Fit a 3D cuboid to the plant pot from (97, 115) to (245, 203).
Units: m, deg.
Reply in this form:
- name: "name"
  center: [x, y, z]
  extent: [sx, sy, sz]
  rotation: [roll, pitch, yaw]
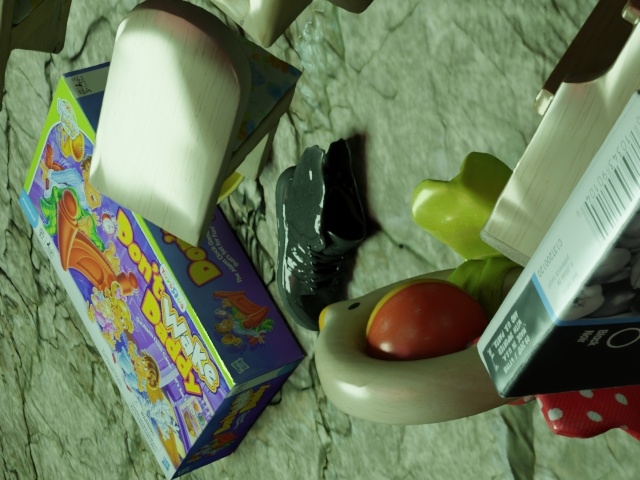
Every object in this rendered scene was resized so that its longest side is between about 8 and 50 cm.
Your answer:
- name: "plant pot"
  center: [-0.127, -0.097, 1.302]
  extent: [0.095, 0.134, 0.134]
  rotation: [-125, 23, -75]

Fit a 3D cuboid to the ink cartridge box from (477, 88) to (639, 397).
- name: "ink cartridge box"
  center: [0.207, 0.001, 0.740]
  extent: [0.206, 0.208, 0.045]
  rotation: [113, 144, -49]

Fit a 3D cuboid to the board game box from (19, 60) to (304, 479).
- name: "board game box"
  center: [-0.167, 0.030, 1.462]
  extent: [0.347, 0.078, 0.233]
  rotation: [59, 147, 18]

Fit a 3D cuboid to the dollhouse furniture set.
- name: "dollhouse furniture set"
  center: [0.040, -0.187, 0.775]
  extent: [0.394, 0.362, 0.256]
  rotation: [31, 140, 7]

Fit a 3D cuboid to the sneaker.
- name: "sneaker"
  center: [0.002, 0.000, 1.208]
  extent: [0.089, 0.051, 0.170]
  rotation: [18, 118, 58]

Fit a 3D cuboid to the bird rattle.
- name: "bird rattle"
  center: [0.101, 0.065, 0.931]
  extent: [0.253, 0.207, 0.143]
  rotation: [-110, 3, -61]
